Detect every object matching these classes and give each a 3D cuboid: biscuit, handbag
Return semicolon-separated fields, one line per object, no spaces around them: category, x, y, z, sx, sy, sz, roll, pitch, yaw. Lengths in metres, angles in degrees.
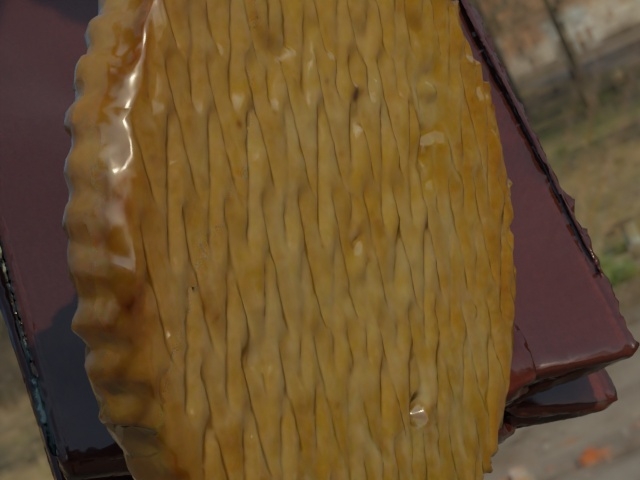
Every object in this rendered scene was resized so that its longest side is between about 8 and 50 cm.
biscuit;0.000;0.000;0.559;0.035;0.254;0.254;-5;13;32
handbag;-0.025;-0.018;0.753;0.260;0.275;0.084;-11;-34;-20
